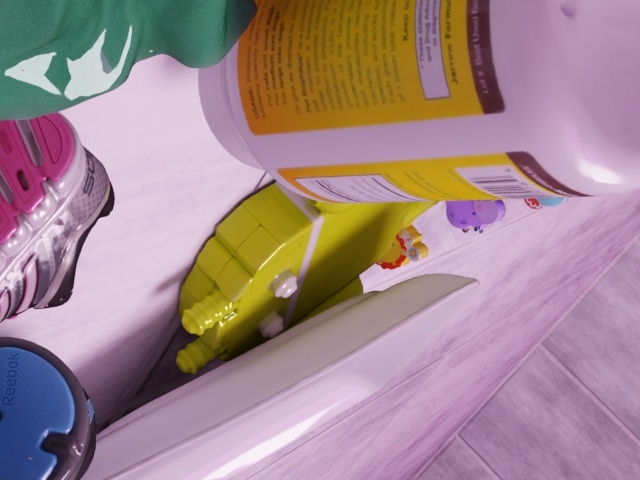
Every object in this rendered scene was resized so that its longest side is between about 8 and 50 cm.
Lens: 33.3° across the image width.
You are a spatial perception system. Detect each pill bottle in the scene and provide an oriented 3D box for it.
[{"bbox_3d":[0.041,-0.075,0.450,0.117,0.117,0.215,-32,-159,-35],"label":"pill bottle"}]

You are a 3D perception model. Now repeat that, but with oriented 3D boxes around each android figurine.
[{"bbox_3d":[0.000,0.000,0.790,0.273,0.056,0.248,-36,162,-30],"label":"android figurine"}]

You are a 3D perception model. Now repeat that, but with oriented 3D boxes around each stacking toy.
[{"bbox_3d":[0.171,-0.038,0.947,0.221,0.052,0.167,-21,180,38],"label":"stacking toy"}]

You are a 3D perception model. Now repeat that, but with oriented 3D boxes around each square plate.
[{"bbox_3d":[-0.065,0.146,0.867,0.344,0.049,0.347,-26,165,-18],"label":"square plate"}]

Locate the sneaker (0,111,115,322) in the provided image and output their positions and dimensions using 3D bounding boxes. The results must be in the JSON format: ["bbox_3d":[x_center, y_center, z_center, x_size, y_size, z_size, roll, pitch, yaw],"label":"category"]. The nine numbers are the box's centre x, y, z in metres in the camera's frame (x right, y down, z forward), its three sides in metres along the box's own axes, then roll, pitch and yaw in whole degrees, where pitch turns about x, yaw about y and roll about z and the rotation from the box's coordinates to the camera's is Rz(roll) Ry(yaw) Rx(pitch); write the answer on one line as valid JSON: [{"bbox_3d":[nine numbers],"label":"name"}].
[{"bbox_3d":[-0.150,0.020,0.469,0.170,0.063,0.075,-50,157,3],"label":"sneaker"}]

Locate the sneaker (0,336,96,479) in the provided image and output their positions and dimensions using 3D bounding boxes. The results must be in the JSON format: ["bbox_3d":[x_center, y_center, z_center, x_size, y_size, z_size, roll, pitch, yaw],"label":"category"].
[{"bbox_3d":[-0.251,0.197,0.559,0.341,0.125,0.139,-38,167,-13],"label":"sneaker"}]

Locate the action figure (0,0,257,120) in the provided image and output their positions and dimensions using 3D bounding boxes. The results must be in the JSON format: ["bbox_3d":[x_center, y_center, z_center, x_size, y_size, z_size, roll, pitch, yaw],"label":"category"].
[{"bbox_3d":[-0.064,-0.129,0.317,0.137,0.063,0.232,-33,164,-27],"label":"action figure"}]
